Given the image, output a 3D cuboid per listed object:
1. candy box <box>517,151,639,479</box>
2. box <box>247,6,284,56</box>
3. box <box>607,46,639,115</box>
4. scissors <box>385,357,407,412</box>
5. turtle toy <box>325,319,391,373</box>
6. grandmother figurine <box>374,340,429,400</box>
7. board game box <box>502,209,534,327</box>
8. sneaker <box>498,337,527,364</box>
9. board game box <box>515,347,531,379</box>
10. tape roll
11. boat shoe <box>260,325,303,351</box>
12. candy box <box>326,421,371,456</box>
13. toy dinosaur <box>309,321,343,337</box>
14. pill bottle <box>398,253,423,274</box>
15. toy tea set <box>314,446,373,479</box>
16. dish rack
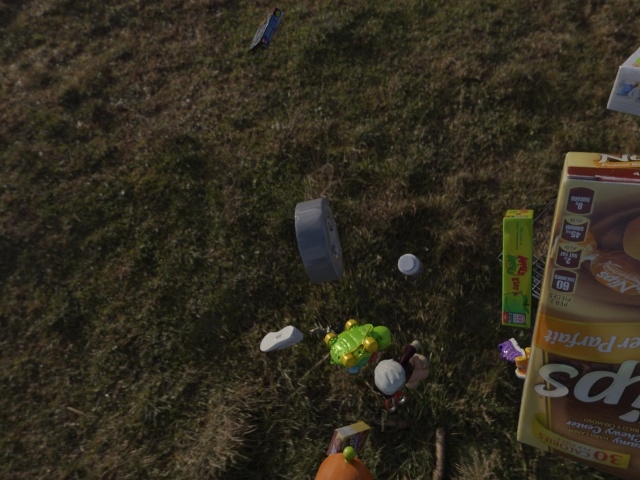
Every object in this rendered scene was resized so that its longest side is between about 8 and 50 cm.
[{"bbox_3d":[0.306,0.085,0.383,0.182,0.317,0.087,10,30,29],"label":"candy box"},{"bbox_3d":[-0.146,-0.543,1.069,0.094,0.027,0.137,-65,27,1],"label":"box"},{"bbox_3d":[0.768,-0.334,0.883,0.114,0.103,0.203,-39,49,-23],"label":"box"},{"bbox_3d":[0.315,0.624,1.737,0.108,0.297,0.021,-24,34,-15],"label":"scissors"},{"bbox_3d":[0.076,0.201,0.775,0.130,0.066,0.095,-30,28,-12],"label":"turtle toy"},{"bbox_3d":[0.251,0.402,1.240,0.103,0.342,0.208,17,88,27],"label":"grandmother figurine"},{"bbox_3d":[0.336,0.044,0.692,0.043,0.092,0.182,2,103,29],"label":"board game box"},{"bbox_3d":[0.629,0.384,1.327,0.071,0.170,0.069,-20,98,9],"label":"sneaker"},{"bbox_3d":[0.732,0.236,0.969,0.389,0.051,0.389,-27,13,-35],"label":"board game box"},{"bbox_3d":[0.000,0.000,1.072,0.072,0.219,0.220,-13,62,11],"label":"tape roll"},{"bbox_3d":[-0.130,0.336,1.368,0.184,0.063,0.066,-35,34,33],"label":"boat shoe"},{"bbox_3d":[0.113,0.786,1.597,0.053,0.186,0.109,24,97,42],"label":"candy box"},{"bbox_3d":[0.092,0.417,1.777,0.267,0.118,0.064,25,55,-6],"label":"toy dinosaur"},{"bbox_3d":[0.401,0.112,1.826,0.094,0.169,0.094,-5,77,23],"label":"pill bottle"},{"bbox_3d":[0.005,0.491,0.650,0.336,0.124,0.200,-46,75,17],"label":"toy tea set"},{"bbox_3d":[0.566,0.018,0.937,0.271,0.074,0.208,-46,47,4],"label":"dish rack"}]
